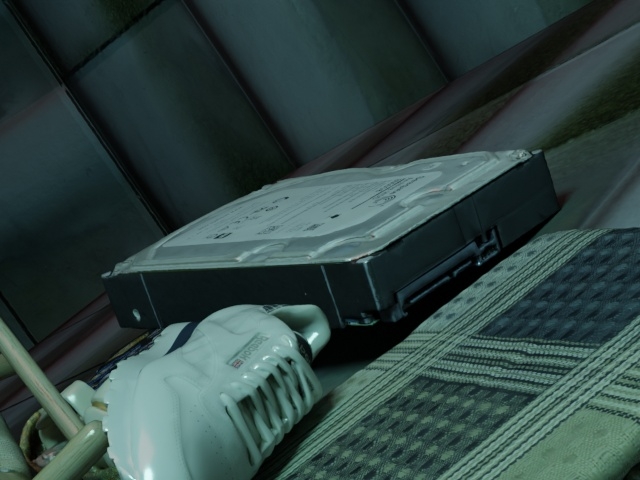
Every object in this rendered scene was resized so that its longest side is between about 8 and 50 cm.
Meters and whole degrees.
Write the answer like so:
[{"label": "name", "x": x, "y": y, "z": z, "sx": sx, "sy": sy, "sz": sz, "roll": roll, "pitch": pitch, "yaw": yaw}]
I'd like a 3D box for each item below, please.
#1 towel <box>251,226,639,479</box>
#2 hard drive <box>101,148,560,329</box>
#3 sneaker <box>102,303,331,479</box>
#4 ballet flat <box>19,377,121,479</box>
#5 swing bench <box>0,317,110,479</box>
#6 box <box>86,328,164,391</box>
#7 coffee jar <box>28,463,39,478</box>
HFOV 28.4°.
[{"label": "towel", "x": 0.088, "y": 0.092, "z": 0.639, "sx": 0.324, "sy": 0.056, "sz": 0.312, "roll": -34, "pitch": 10, "yaw": -18}, {"label": "hard drive", "x": 0.000, "y": 0.000, "z": 1.077, "sx": 0.339, "sy": 0.064, "sz": 0.237, "roll": -3, "pitch": 21, "yaw": 47}, {"label": "sneaker", "x": -0.050, "y": 0.088, "z": 0.696, "sx": 0.094, "sy": 0.090, "sz": 0.235, "roll": -14, "pitch": 17, "yaw": 9}, {"label": "ballet flat", "x": -0.141, "y": 0.149, "z": 0.943, "sx": 0.123, "sy": 0.123, "sz": 0.348, "roll": -39, "pitch": 9, "yaw": -32}, {"label": "swing bench", "x": -0.268, "y": 0.162, "z": 0.786, "sx": 0.254, "sy": 0.165, "sz": 0.253, "roll": -35, "pitch": 47, "yaw": -17}, {"label": "box", "x": -0.120, "y": 0.114, "z": 1.223, "sx": 0.295, "sy": 0.073, "sz": 0.293, "roll": -32, "pitch": 7, "yaw": 16}, {"label": "coffee jar", "x": -0.280, "y": 0.244, "z": 0.950, "sx": 0.184, "sy": 0.079, "sz": 0.096, "roll": -51, "pitch": 14, "yaw": -24}]
